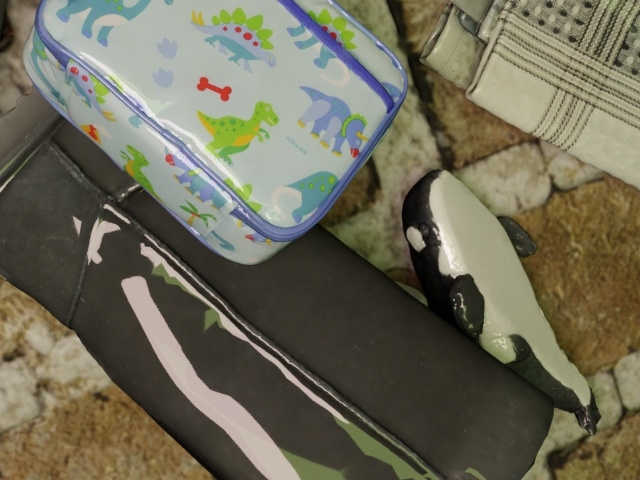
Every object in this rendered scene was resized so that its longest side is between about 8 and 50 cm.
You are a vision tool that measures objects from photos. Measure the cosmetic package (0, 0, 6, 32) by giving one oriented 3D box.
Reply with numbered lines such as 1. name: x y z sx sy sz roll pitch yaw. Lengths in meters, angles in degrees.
1. cosmetic package: -0.433 -0.186 0.696 0.385 0.156 0.217 13 100 -14

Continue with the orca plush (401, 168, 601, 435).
1. orca plush: 0.151 0.066 0.908 0.287 0.102 0.151 42 47 -25

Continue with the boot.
1. boot: -0.001 0.002 0.725 0.445 0.146 0.367 40 83 6

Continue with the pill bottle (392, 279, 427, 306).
1. pill bottle: 0.021 0.140 0.864 0.117 0.117 0.208 8 100 -12

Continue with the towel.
1. towel: 0.288 -0.219 0.868 0.324 0.056 0.312 26 96 -14

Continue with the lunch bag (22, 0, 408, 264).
1. lunch bag: -0.063 -0.111 0.621 0.219 0.090 0.176 43 62 -6
